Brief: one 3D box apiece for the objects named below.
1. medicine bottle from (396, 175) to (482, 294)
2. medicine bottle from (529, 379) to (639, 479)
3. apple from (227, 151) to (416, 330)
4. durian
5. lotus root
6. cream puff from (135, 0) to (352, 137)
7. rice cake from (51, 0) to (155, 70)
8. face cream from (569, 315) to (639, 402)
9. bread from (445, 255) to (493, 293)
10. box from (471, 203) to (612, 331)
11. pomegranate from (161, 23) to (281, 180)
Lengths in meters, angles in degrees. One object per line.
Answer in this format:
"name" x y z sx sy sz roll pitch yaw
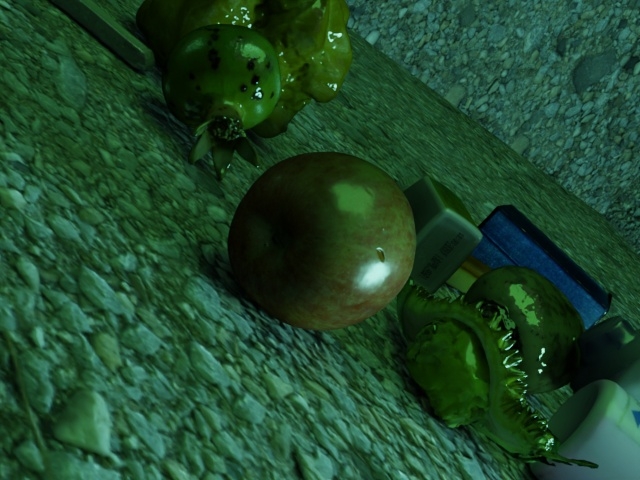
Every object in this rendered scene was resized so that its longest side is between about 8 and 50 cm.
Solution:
"medicine bottle" 0.151 -0.019 1.626 0.088 0.132 0.188 34 17 -21
"medicine bottle" 0.385 0.296 1.304 0.254 0.152 0.152 42 16 -1
"apple" 0.000 0.000 1.141 0.188 0.188 0.174 49 23 24
"durian" 0.173 0.145 1.268 0.106 0.132 0.375 44 5 -42
"lotus root" 0.279 0.125 1.511 0.173 0.173 0.309 48 15 23
"cream puff" -0.114 -0.334 1.621 0.274 0.270 0.323 19 26 -41
"rice cake" -0.309 -0.302 1.500 0.206 0.036 0.047 39 28 -8
"face cream" 0.477 0.276 1.400 0.137 0.235 0.420 -37 88 -33
"bread" 0.233 0.052 1.781 0.226 0.049 0.088 30 19 -35
"box" 0.394 0.060 1.995 0.261 0.116 0.279 43 14 10
"pomegranate" -0.127 -0.178 1.414 0.156 0.156 0.220 22 61 -49
